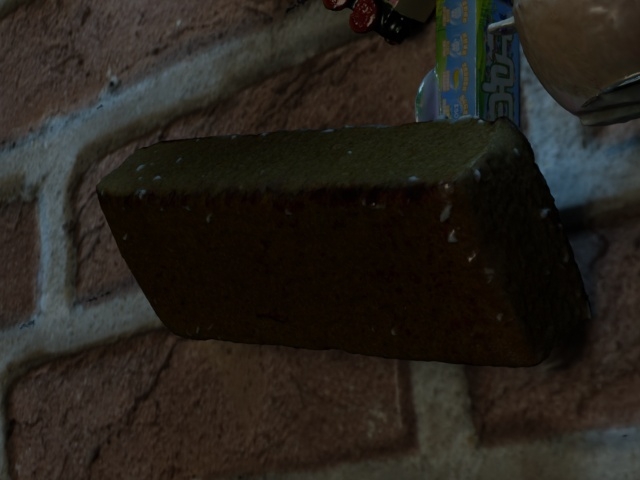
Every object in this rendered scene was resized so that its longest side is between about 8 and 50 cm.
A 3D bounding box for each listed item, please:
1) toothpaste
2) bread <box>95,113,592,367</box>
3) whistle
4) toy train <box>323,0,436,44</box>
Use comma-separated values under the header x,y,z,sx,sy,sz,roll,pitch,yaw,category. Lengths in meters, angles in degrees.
x,y,z,sx,sy,sz,roll,pitch,yaw,category
0.111,-0.156,1.071,0.044,0.070,0.193,-5,82,47,toothpaste
0.000,0.000,1.108,0.416,0.113,0.165,1,121,45,bread
0.256,-0.168,0.862,0.347,0.189,0.189,-5,82,34,whistle
0.041,-0.219,1.165,0.138,0.050,0.087,48,114,38,toy train
